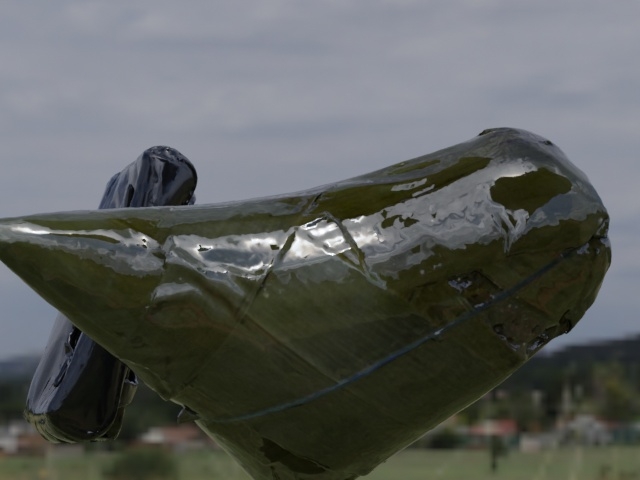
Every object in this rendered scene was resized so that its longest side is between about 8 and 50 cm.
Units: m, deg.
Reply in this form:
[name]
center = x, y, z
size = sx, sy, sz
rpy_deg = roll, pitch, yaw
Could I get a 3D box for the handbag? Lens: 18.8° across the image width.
[handbag]
center = -0.186, 0.056, 1.759
size = 0.088, 0.275, 0.244
rpy_deg = 23, -10, -9

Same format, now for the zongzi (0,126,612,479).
[zongzi]
center = 0.000, 0.000, 1.410
size = 0.356, 0.174, 0.393
rpy_deg = -37, -51, 12
